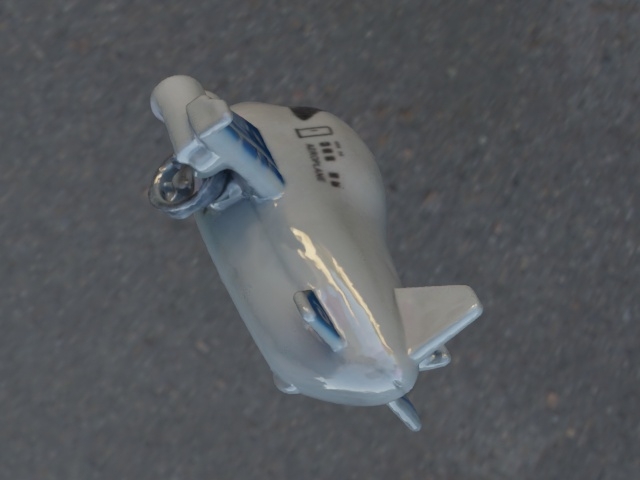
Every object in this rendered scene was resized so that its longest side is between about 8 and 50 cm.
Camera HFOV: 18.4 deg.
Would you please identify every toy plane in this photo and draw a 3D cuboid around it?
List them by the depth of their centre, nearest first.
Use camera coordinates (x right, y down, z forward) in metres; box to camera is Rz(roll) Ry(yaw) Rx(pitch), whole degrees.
[{"bbox_3d":[-0.005,0.003,1.170,0.123,0.267,0.267,-38,99,4],"label":"toy plane"}]
